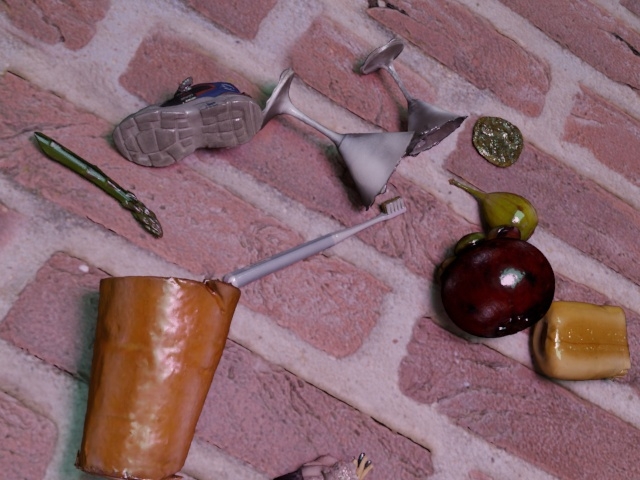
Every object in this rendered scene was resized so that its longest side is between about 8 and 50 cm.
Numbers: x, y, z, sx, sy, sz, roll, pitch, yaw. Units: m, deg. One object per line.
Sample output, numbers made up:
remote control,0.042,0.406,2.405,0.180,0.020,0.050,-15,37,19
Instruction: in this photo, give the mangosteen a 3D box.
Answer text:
mangosteen,0.277,0.061,1.195,0.199,0.200,0.200,6,71,-18

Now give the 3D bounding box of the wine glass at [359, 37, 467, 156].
wine glass,0.154,-0.249,1.275,0.122,0.122,0.183,-26,80,-25

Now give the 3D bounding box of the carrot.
carrot,-0.211,0.177,0.974,0.195,0.196,0.254,10,78,-17

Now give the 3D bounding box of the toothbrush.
toothbrush,0.000,0.002,1.181,0.342,0.025,0.030,-25,117,-24

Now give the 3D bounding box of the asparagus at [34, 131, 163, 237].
asparagus,-0.322,-0.084,1.092,0.236,0.027,0.034,37,44,-6

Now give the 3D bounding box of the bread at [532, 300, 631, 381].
bread,0.438,0.172,1.253,0.173,0.085,0.134,7,74,-19

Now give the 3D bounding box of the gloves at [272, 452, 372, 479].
gloves,0.003,0.354,1.032,0.144,0.110,0.094,-9,83,8

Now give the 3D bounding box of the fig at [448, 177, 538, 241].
fig,0.309,-0.066,1.282,0.093,0.093,0.166,-33,85,-26

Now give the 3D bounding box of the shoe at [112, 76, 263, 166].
shoe,-0.205,-0.197,1.132,0.227,0.099,0.126,-11,48,-3

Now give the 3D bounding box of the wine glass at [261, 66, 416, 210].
wine glass,0.018,-0.169,1.184,0.232,0.156,0.156,31,65,-2

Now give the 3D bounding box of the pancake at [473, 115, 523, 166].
pancake,0.327,-0.186,1.366,0.108,0.017,0.108,7,68,-17
